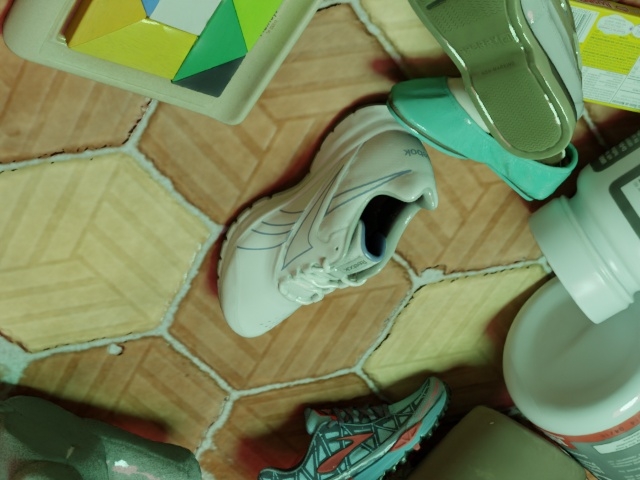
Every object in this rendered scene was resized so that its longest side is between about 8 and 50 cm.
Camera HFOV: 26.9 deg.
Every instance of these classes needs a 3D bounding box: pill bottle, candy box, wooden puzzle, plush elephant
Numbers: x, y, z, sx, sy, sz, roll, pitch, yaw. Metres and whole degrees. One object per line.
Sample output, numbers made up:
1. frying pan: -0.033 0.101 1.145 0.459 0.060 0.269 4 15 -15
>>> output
1. pill bottle: 0.369 -0.045 1.382 0.283 0.161 0.161 -34 133 14
2. pill bottle: 0.386 0.197 1.575 0.210 0.210 0.363 -36 132 15
3. candy box: 0.271 -0.185 1.312 0.205 0.027 0.105 8 131 -25
4. wooden puzzle: -0.120 -0.210 1.145 0.238 0.044 0.221 18 124 -31
5. plush elephant: -0.332 0.311 1.411 0.330 0.272 0.255 28 107 -4

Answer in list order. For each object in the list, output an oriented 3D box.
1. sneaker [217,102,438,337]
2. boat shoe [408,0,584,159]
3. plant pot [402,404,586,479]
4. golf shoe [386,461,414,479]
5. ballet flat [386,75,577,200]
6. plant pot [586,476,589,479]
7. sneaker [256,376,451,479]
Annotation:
1. sneaker: 0.000 0.000 1.321 0.111 0.129 0.297 21 123 -35
2. boat shoe: 0.152 -0.221 1.182 0.113 0.103 0.302 -6 125 32
3. plant pot: 0.185 0.323 1.532 0.263 0.263 0.229 39 81 -40
4. golf shoe: 0.106 0.304 1.697 0.086 0.069 0.176 -26 141 -23
5. ballet flat: 0.168 -0.115 1.304 0.087 0.083 0.247 -41 138 25
6. plant pot: 0.232 0.347 1.706 0.237 0.110 0.237 -1 108 -4
7. sneaker: 0.037 0.232 1.562 0.262 0.125 0.104 -39 173 -12
